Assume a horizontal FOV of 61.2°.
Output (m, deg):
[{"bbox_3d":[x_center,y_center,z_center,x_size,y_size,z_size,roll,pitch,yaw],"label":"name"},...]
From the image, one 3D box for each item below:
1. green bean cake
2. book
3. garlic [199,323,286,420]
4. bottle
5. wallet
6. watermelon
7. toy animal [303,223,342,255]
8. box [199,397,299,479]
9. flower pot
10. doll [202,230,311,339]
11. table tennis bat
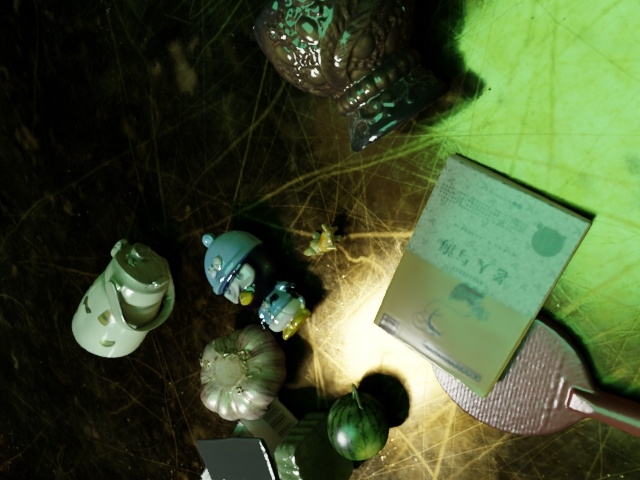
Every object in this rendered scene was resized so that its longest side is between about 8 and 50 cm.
[{"bbox_3d":[-0.017,0.529,1.303,0.094,0.183,0.184,-7,104,37],"label":"green bean cake"},{"bbox_3d":[0.274,0.070,0.998,0.269,0.032,0.388,32,116,25],"label":"book"},{"bbox_3d":[-0.186,0.331,1.363,0.245,0.161,0.244,-9,73,29],"label":"garlic"},{"bbox_3d":[-0.529,0.159,1.508,0.229,0.229,0.351,48,124,10],"label":"bottle"},{"bbox_3d":[-0.207,0.540,1.335,0.244,0.025,0.124,-17,97,38],"label":"wallet"},{"bbox_3d":[0.084,0.398,1.215,0.141,0.141,0.187,7,108,32],"label":"watermelon"},{"bbox_3d":[0.000,0.000,1.174,0.083,0.060,0.081,-8,142,35],"label":"toy animal"},{"bbox_3d":[-0.176,0.592,1.460,0.173,0.145,0.332,44,125,16],"label":"box"},{"bbox_3d":[0.066,-0.308,0.902,0.267,0.266,0.267,-27,101,38],"label":"flower pot"},{"bbox_3d":[-0.162,0.093,1.267,0.314,0.141,0.177,43,123,10],"label":"doll"},{"bbox_3d":[0.396,0.259,1.005,0.415,0.051,0.267,17,115,30],"label":"table tennis bat"}]
